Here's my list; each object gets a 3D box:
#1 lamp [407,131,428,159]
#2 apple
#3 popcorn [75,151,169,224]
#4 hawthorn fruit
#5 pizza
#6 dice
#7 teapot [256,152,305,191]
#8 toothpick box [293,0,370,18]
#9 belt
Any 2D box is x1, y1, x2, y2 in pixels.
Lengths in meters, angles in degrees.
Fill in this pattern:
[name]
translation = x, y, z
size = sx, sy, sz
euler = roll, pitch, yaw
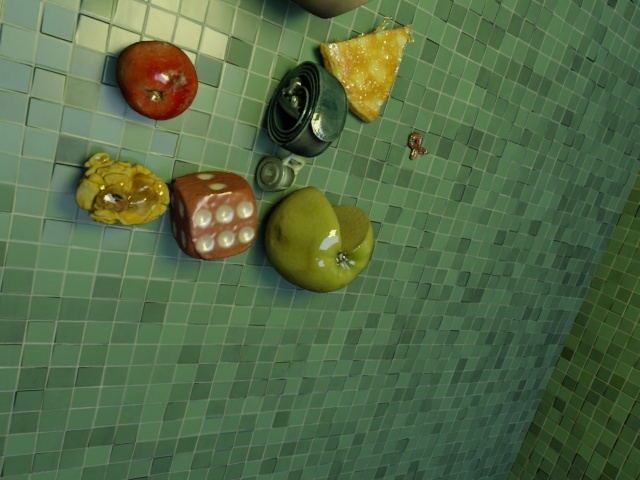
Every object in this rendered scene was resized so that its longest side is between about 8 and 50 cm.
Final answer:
[lamp]
translation = 0.301, -0.297, 1.515
size = 0.063, 0.031, 0.083
euler = -29, 117, -20
[apple]
translation = 0.000, 0.000, 1.313
size = 0.292, 0.254, 0.291
euler = -12, 119, -23
[popcorn]
translation = -0.445, -0.102, 1.074
size = 0.140, 0.163, 0.194
euler = -58, 161, 24
[hawthorn fruit]
translation = -0.338, -0.335, 1.021
size = 0.173, 0.173, 0.172
euler = -12, 115, -27
[pizza]
translation = 0.150, -0.482, 1.325
size = 0.288, 0.075, 0.280
euler = -43, 129, -12
[dice]
translation = -0.259, -0.065, 1.174
size = 0.175, 0.179, 0.173
euler = -9, 114, -26
[teapot]
translation = -0.095, -0.173, 1.275
size = 0.091, 0.124, 0.092
euler = 2, 80, -56
[toothpick box]
translation = 0.037, -0.711, 0.953
size = 0.409, 0.409, 0.425
euler = -39, 119, -12
[belt]
translation = -0.028, -0.303, 1.166
size = 0.116, 0.267, 0.206
euler = 21, 121, -35
